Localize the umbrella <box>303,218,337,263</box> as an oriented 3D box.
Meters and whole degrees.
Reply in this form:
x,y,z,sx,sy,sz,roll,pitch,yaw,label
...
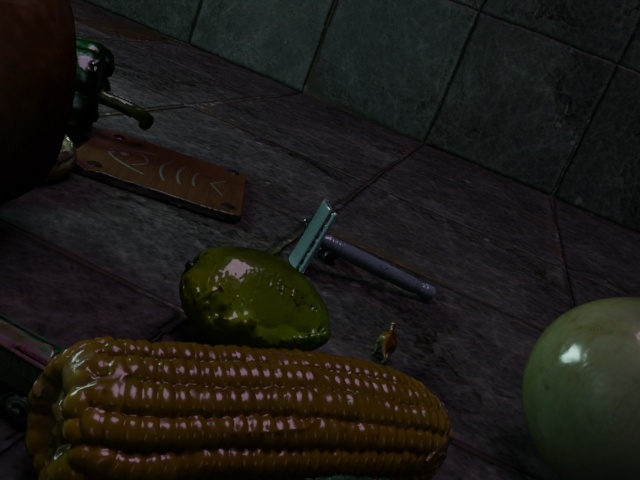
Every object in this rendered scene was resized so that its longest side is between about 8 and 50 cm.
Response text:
x,y,z,sx,sy,sz,roll,pitch,yaw,label
-0.002,0.000,1.196,0.036,0.031,0.133,-11,26,-10,umbrella

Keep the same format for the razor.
x,y,z,sx,sy,sz,roll,pitch,yaw,label
0.078,0.035,1.116,0.232,0.106,0.068,26,16,-18,razor

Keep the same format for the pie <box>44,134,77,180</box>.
x,y,z,sx,sy,sz,roll,pitch,yaw,label
-0.483,-0.148,1.034,0.274,0.055,0.274,19,17,-6,pie

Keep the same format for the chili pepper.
x,y,z,sx,sy,sz,roll,pitch,yaw,label
-0.417,-0.267,1.281,0.261,0.165,0.174,9,13,-13,chili pepper

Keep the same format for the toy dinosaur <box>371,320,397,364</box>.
x,y,z,sx,sy,sz,roll,pitch,yaw,label
0.078,0.131,0.893,0.026,0.041,0.113,27,23,5,toy dinosaur

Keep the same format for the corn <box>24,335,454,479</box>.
x,y,z,sx,sy,sz,roll,pitch,yaw,label
-0.043,0.145,0.575,0.344,0.131,0.131,9,21,-35,corn

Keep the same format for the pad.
x,y,z,sx,sy,sz,roll,pitch,yaw,label
-0.267,-0.119,1.263,0.284,0.018,0.286,18,17,-10,pad

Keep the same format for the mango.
x,y,z,sx,sy,sz,roll,pitch,yaw,label
-0.071,0.073,0.802,0.178,0.100,0.119,23,52,-21,mango

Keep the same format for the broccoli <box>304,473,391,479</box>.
x,y,z,sx,sy,sz,roll,pitch,yaw,label
0.014,0.233,0.252,0.298,0.297,0.297,11,59,-29,broccoli

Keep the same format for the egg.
x,y,z,sx,sy,sz,roll,pitch,yaw,label
0.343,0.188,0.740,0.218,0.218,0.295,2,35,-46,egg

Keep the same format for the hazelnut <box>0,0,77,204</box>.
x,y,z,sx,sy,sz,roll,pitch,yaw,label
-0.436,-0.183,0.768,0.366,0.365,0.366,19,18,-7,hazelnut

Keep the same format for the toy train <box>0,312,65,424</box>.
x,y,z,sx,sy,sz,roll,pitch,yaw,label
-0.263,0.088,0.573,0.148,0.071,0.038,26,18,13,toy train
